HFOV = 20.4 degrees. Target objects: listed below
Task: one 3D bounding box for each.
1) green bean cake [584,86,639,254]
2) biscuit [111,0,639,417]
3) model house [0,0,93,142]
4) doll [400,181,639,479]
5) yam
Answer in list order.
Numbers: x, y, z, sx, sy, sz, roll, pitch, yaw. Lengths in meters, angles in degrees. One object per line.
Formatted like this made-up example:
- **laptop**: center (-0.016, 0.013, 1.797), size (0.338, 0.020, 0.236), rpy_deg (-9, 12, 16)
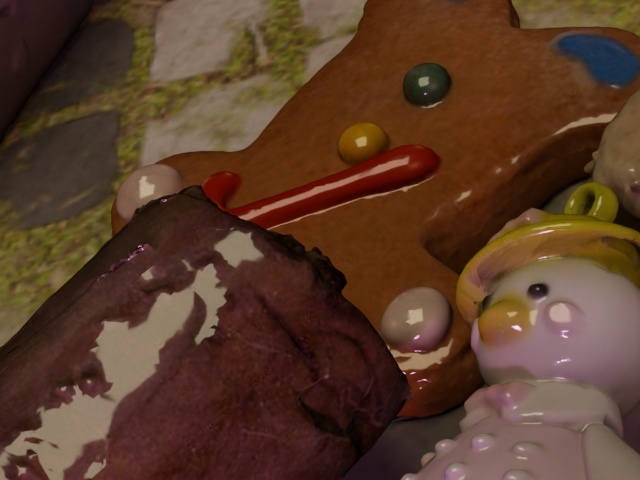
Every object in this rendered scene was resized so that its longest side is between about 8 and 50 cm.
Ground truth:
- **green bean cake**: center (0.188, -0.041, 0.647), size (0.179, 0.085, 0.109), rpy_deg (-42, 43, -21)
- **biscuit**: center (-0.001, -0.002, 0.731), size (0.324, 0.049, 0.205), rpy_deg (-42, 44, -17)
- **model house**: center (-0.212, -0.134, 0.915), size (0.188, 0.122, 0.229), rpy_deg (4, 51, 32)
- **doll**: center (0.067, 0.071, 0.568), size (0.129, 0.081, 0.207), rpy_deg (-19, 45, 51)
- **yam**: center (-0.097, 0.108, 0.571), size (0.279, 0.131, 0.131), rpy_deg (-47, 45, -14)
